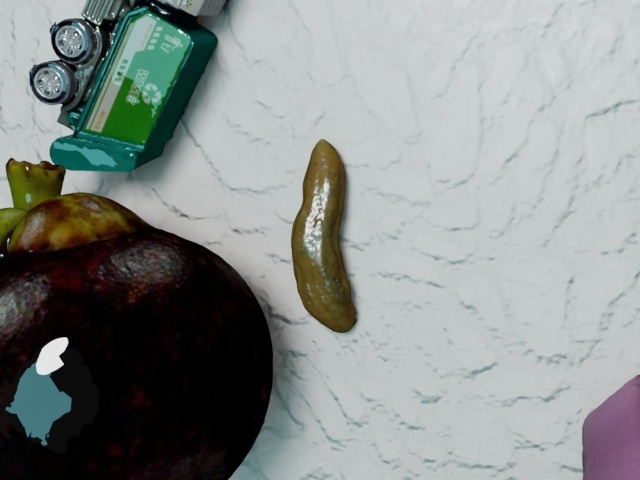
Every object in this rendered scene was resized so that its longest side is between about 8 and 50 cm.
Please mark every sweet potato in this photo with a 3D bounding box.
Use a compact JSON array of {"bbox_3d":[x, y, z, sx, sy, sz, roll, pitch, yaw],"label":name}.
[{"bbox_3d":[-0.001,0.000,0.694,0.053,0.053,0.182,1,100,25],"label":"sweet potato"}]

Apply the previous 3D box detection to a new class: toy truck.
[{"bbox_3d":[-0.170,-0.178,0.696,0.124,0.114,0.253,32,108,-2],"label":"toy truck"}]

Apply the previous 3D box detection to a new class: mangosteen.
[{"bbox_3d":[-0.202,0.111,0.661,0.313,0.297,0.297,23,106,25],"label":"mangosteen"}]

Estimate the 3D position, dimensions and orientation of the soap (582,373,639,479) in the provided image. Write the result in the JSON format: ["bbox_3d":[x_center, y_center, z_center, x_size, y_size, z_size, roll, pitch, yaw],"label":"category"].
[{"bbox_3d":[0.269,0.214,0.524,0.181,0.259,0.081,45,109,9],"label":"soap"}]
